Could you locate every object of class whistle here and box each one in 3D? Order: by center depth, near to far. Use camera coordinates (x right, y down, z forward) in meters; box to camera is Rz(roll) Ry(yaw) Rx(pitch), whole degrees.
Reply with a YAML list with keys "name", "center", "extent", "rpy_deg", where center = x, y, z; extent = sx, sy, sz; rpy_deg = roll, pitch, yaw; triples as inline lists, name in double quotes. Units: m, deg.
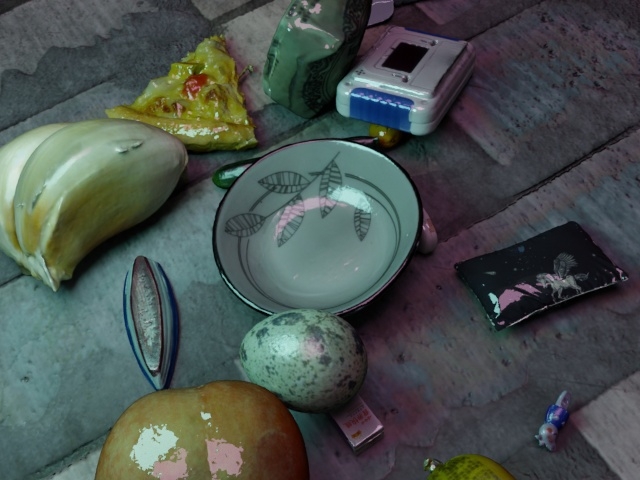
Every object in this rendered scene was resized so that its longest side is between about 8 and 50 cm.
- name: "whistle"
  center: [0.306, 0.233, 1.075]
  extent: [0.033, 0.029, 0.083]
  rpy_deg: [39, 67, -12]

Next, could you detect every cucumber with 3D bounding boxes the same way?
- name: "cucumber"
  center: [-0.040, -0.125, 1.365]
  extent: [0.284, 0.056, 0.056]
  rpy_deg: [-13, 54, 2]

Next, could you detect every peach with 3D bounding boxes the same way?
- name: "peach"
  center: [-0.139, 0.280, 0.976]
  extent: [0.252, 0.252, 0.252]
  rpy_deg: [-3, 54, 5]

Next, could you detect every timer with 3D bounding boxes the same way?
- name: "timer"
  center: [0.149, -0.283, 1.407]
  extent: [0.178, 0.078, 0.253]
  rpy_deg: [18, 45, 18]

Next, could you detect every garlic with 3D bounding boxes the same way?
- name: "garlic"
  center: [-0.379, -0.085, 1.303]
  extent: [0.249, 0.286, 0.313]
  rpy_deg: [45, 69, -17]

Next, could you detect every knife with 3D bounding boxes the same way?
- name: "knife"
  center: [0.117, -0.453, 1.595]
  extent: [0.331, 0.044, 0.080]
  rpy_deg: [-24, 62, -3]

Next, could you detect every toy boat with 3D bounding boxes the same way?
- name: "toy boat"
  center: [-0.251, 0.119, 1.220]
  extent: [0.080, 0.046, 0.229]
  rpy_deg: [-12, 52, -5]

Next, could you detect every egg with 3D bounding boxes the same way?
- name: "egg"
  center: [-0.023, 0.152, 1.063]
  extent: [0.172, 0.132, 0.132]
  rpy_deg: [9, 55, 22]

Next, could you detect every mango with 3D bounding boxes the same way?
- name: "mango"
  center: [0.111, -0.194, 1.397]
  extent: [0.060, 0.046, 0.089]
  rpy_deg: [-2, 51, 6]

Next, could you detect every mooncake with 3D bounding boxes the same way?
- name: "mooncake"
  center: [0.003, -0.348, 1.404]
  extent: [0.136, 0.250, 0.254]
  rpy_deg: [25, 63, 0]

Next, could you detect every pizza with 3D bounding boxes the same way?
- name: "pizza"
  center: [-0.228, -0.279, 1.483]
  extent: [0.279, 0.075, 0.288]
  rpy_deg: [3, 55, 8]

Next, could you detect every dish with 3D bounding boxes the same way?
- name: "dish"
  center: [0.000, 0.000, 1.232]
  extent: [0.316, 0.106, 0.317]
  rpy_deg: [-5, 56, 7]

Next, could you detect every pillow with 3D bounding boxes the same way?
- name: "pillow"
  center: [0.316, 0.046, 1.195]
  extent: [0.208, 0.055, 0.141]
  rpy_deg: [-21, 46, -9]

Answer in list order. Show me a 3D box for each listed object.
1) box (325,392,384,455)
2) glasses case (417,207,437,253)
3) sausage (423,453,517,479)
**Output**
- name: "box"
  center: [0.033, 0.225, 1.108]
  extent: [0.050, 0.036, 0.117]
  rpy_deg: [-33, 57, -15]
- name: "glasses case"
  center: [0.128, -0.047, 1.277]
  extent: [0.041, 0.063, 0.164]
  rpy_deg: [-26, 55, -14]
- name: "sausage"
  center: [0.233, 0.376, 0.921]
  extent: [0.123, 0.123, 0.347]
  rpy_deg: [-30, 57, -15]
